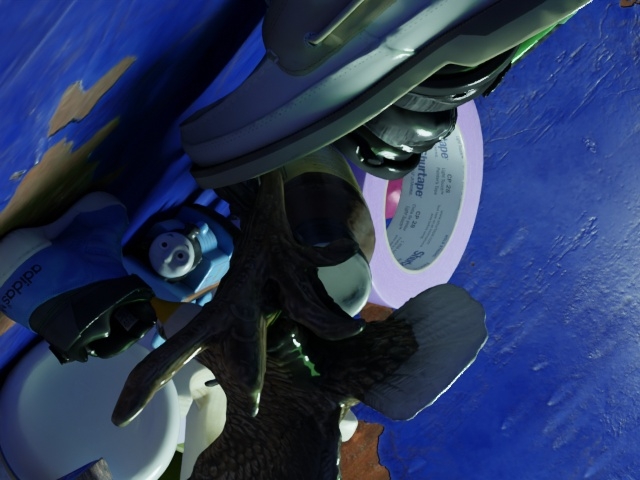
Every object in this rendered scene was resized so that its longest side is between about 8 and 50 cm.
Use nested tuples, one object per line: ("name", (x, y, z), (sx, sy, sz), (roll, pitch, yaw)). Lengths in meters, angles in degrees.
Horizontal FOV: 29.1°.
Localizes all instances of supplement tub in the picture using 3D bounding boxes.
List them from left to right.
("supplement tub", (-0.205, 0.168, 1.038), (0.144, 0.144, 0.199), (-47, 178, -28))

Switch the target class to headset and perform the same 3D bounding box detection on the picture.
("headset", (0.079, -0.118, 0.978), (0.394, 0.185, 0.243), (-28, 169, -28))

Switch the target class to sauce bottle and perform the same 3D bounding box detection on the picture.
("sauce bottle", (-0.008, -0.016, 1.122), (0.111, 0.111, 0.344), (-48, -166, 8))

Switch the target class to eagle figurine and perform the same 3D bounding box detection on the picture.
("eagle figurine", (-0.029, 0.099, 0.810), (0.226, 0.225, 0.298), (-21, 141, -13))

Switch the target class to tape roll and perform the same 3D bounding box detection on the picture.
("tape roll", (0.085, -0.063, 1.418), (0.275, 0.090, 0.274), (-24, 119, -52))

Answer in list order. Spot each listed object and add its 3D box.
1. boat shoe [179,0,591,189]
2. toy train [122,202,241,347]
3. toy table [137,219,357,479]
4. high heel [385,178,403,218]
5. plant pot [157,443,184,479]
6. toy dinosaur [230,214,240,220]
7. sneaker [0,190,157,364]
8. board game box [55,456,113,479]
("boat shoe", (0.024, -0.129, 0.693), (0.302, 0.103, 0.113), (-27, -165, 32))
("toy train", (-0.125, 0.025, 1.063), (0.105, 0.080, 0.184), (-57, 175, 8))
("toy table", (-0.099, 0.134, 1.253), (0.161, 0.252, 0.274), (-122, -140, -53))
("high heel", (-0.018, 0.012, 1.679), (0.377, 0.181, 0.127), (-48, 178, 20))
("plant pot", (-0.170, 0.202, 1.570), (0.275, 0.275, 0.293), (-49, -166, 48))
("toy dinosaur", (-0.060, 0.075, 1.453), (0.200, 0.296, 0.127), (-115, -149, -51))
("sneaker", (-0.126, 0.024, 0.693), (0.058, 0.084, 0.152), (-48, 179, 15))
("board game box", (-0.238, 0.324, 0.846), (0.291, 0.232, 0.141), (-27, 178, -1))
